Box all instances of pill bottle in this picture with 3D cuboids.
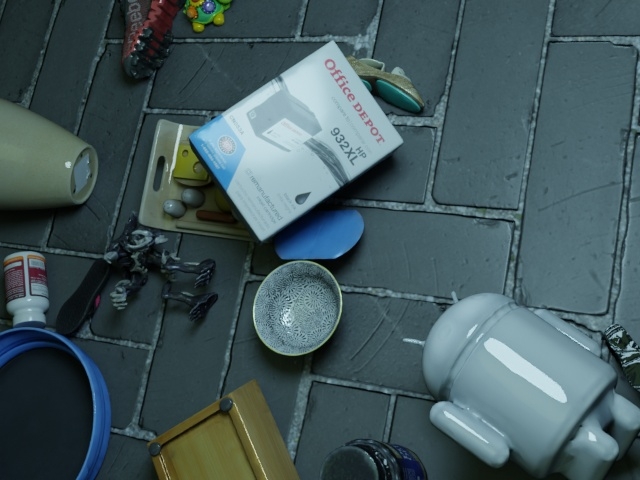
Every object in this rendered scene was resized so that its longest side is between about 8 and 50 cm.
[{"bbox_3d":[0.081,0.371,1.290,0.122,0.219,0.123,-7,71,21],"label":"pill bottle"},{"bbox_3d":[-0.610,0.106,1.735,0.086,0.086,0.152,-19,67,16],"label":"pill bottle"}]

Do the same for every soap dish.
[{"bbox_3d":[-0.159,0.416,1.434,0.229,0.118,0.291,-32,66,11],"label":"soap dish"}]

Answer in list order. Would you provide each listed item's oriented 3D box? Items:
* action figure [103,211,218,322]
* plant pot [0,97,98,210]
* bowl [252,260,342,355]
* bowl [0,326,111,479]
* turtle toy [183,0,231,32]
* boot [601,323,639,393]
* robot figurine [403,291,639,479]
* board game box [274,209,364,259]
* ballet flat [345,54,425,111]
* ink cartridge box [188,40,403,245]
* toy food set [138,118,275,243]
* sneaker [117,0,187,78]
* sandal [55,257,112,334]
[{"bbox_3d":[-0.333,0.048,1.604,0.275,0.141,0.164,21,110,23],"label":"action figure"},{"bbox_3d":[-0.621,-0.165,1.755,0.274,0.256,0.256,13,79,9],"label":"plant pot"},{"bbox_3d":[-0.028,0.127,1.490,0.170,0.080,0.170,-6,72,21],"label":"bowl"},{"bbox_3d":[-0.583,0.369,1.648,0.391,0.077,0.391,-7,71,21],"label":"bowl"},{"bbox_3d":[-0.238,-0.509,1.783,0.130,0.066,0.095,-14,69,18],"label":"turtle toy"},{"bbox_3d":[0.466,0.180,1.258,0.045,0.099,0.121,-33,66,9],"label":"boot"},{"bbox_3d":[0.297,0.214,1.260,0.353,0.200,0.300,37,50,28],"label":"robot figurine"},{"bbox_3d":[0.000,0.000,1.524,0.168,0.033,0.133,-2,41,22],"label":"board game box"},{"bbox_3d":[0.116,-0.305,1.575,0.206,0.073,0.067,26,71,23],"label":"ballet flat"},{"bbox_3d":[-0.045,-0.169,1.479,0.307,0.129,0.223,-35,91,-7],"label":"ink cartridge box"},{"bbox_3d":[-0.203,-0.120,1.617,0.306,0.092,0.220,8,85,24],"label":"toy food set"},{"bbox_3d":[-0.384,-0.477,1.818,0.135,0.097,0.276,11,77,25],"label":"sneaker"},{"bbox_3d":[-0.472,0.119,1.699,0.067,0.040,0.179,33,89,30],"label":"sandal"}]
